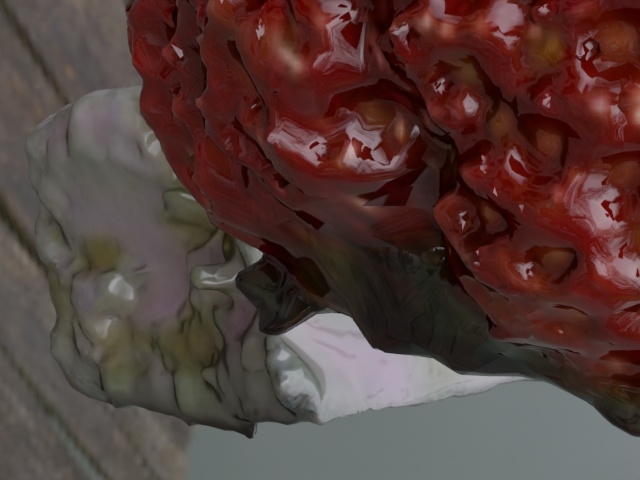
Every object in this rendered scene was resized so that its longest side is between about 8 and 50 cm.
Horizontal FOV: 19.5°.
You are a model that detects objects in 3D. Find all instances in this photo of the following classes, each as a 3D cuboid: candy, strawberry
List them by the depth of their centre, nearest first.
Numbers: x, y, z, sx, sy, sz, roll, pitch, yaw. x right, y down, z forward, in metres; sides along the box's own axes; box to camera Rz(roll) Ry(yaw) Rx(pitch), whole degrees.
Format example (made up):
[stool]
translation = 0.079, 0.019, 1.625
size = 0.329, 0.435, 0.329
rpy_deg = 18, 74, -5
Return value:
[strawberry]
translation = 0.065, -0.106, 0.452
size = 0.261, 0.261, 0.257
rpy_deg = -75, 148, -42
[candy]
translation = 0.000, 0.000, 0.771
size = 0.195, 0.185, 0.137
rpy_deg = -8, 97, -39
